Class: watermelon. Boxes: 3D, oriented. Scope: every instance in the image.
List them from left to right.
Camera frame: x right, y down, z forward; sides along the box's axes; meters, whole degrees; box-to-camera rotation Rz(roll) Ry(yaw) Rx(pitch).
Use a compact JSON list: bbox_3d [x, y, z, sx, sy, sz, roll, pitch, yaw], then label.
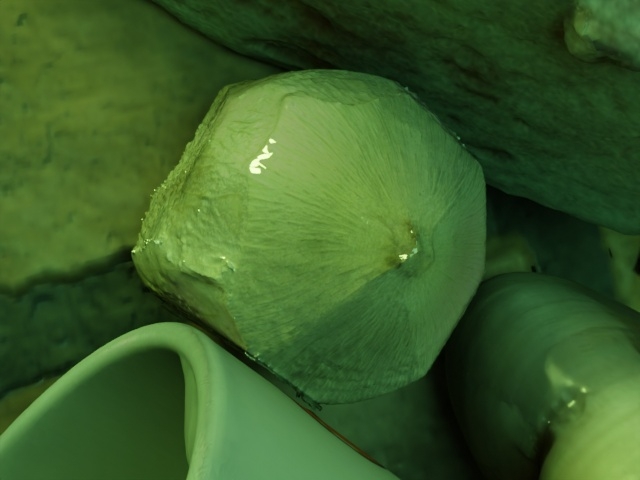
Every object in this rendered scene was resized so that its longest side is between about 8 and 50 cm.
[{"bbox_3d":[0.084,-0.120,0.556,0.387,0.228,0.258,-16,103,-19],"label":"watermelon"}]

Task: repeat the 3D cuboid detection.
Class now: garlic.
[{"bbox_3d":[0.107,0.077,0.578,0.099,0.174,0.124,-44,120,5],"label":"garlic"}]

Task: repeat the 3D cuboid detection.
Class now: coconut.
[{"bbox_3d":[0.000,0.000,0.540,0.110,0.124,0.110,-1,94,-21],"label":"coconut"}]

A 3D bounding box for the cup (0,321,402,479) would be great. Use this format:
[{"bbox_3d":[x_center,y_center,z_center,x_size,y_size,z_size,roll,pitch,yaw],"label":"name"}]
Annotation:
[{"bbox_3d":[0.022,0.197,0.495,0.317,0.212,0.212,37,73,-20],"label":"cup"}]
